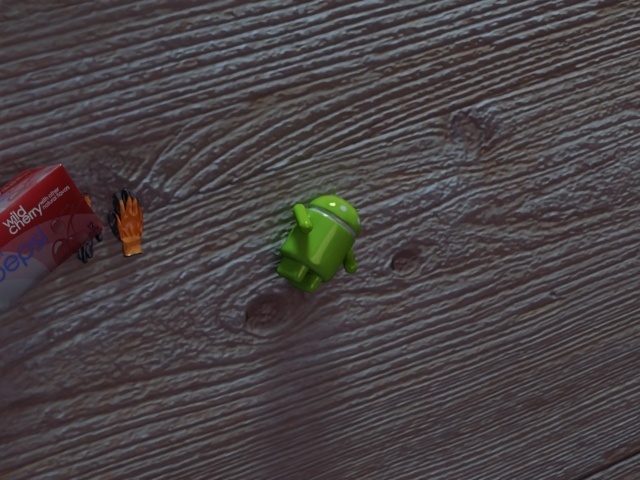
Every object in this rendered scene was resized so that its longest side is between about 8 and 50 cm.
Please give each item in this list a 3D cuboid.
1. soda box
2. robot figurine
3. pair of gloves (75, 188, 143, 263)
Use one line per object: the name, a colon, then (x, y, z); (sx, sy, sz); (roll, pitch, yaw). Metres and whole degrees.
soda box: (-0.344, 0.033, 1.597); (0.263, 0.092, 0.083); (-43, 112, -29)
robot figurine: (0.000, 0.000, 1.814); (0.101, 0.067, 0.115); (41, 76, -36)
pair of gloves: (-0.226, -0.016, 1.724); (0.083, 0.010, 0.074); (-7, 99, -26)
